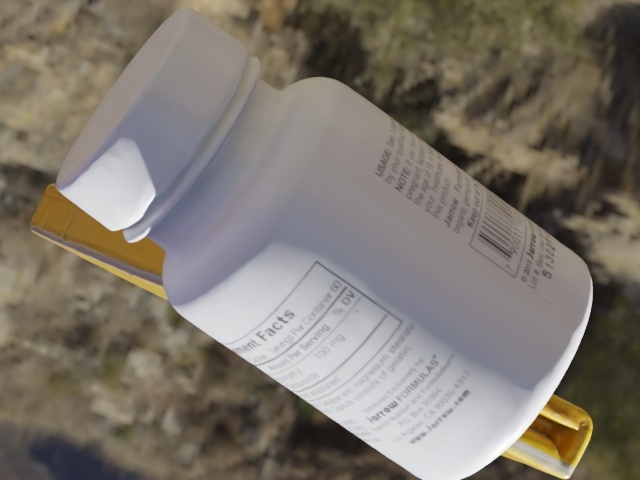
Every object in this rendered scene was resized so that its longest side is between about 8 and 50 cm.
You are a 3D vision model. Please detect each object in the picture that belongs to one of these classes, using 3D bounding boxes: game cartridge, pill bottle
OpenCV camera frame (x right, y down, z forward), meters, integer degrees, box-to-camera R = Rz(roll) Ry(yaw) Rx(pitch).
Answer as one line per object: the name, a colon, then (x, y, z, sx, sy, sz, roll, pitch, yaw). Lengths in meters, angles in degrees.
game cartridge: (-0.015, 0.052, 1.319, 0.285, 0.053, 0.323, 28, 175, -30)
pill bottle: (0.000, 0.000, 0.911, 0.229, 0.131, 0.131, 35, 166, -14)
